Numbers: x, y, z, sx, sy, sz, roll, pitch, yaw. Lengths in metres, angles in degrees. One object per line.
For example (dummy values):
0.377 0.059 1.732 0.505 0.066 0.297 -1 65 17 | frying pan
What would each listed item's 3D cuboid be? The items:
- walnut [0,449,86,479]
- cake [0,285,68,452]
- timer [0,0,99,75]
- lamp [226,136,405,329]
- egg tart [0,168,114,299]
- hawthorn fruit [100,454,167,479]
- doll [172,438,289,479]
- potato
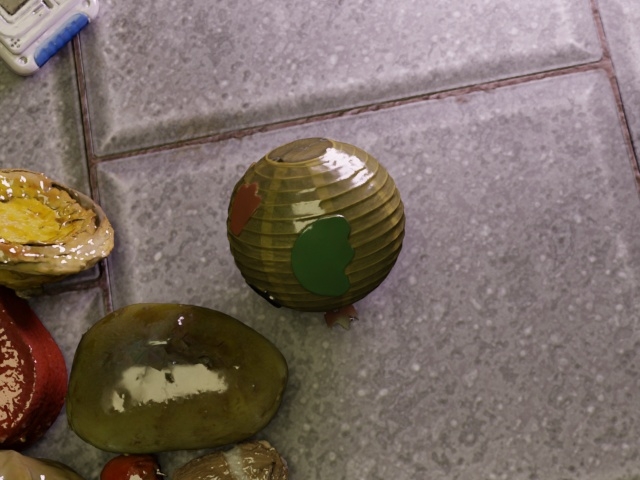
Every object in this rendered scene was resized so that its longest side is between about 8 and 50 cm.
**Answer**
-0.428 0.407 1.340 0.282 0.253 0.277 13 87 -5 | walnut
-0.481 0.162 1.465 0.177 0.151 0.283 -44 72 -2 | cake
-0.479 -0.394 1.590 0.178 0.078 0.253 -45 103 -7 | timer
0.000 0.000 1.437 0.250 0.250 0.284 -14 116 1 | lamp
-0.435 -0.006 1.469 0.291 0.291 0.107 26 114 10 | egg tart
-0.253 0.328 1.437 0.093 0.081 0.081 -35 75 16 | hawthorn fruit
-0.147 0.344 1.421 0.221 0.115 0.105 -22 76 8 | doll
-0.197 0.190 1.421 0.307 0.173 0.210 1 61 4 | potato
